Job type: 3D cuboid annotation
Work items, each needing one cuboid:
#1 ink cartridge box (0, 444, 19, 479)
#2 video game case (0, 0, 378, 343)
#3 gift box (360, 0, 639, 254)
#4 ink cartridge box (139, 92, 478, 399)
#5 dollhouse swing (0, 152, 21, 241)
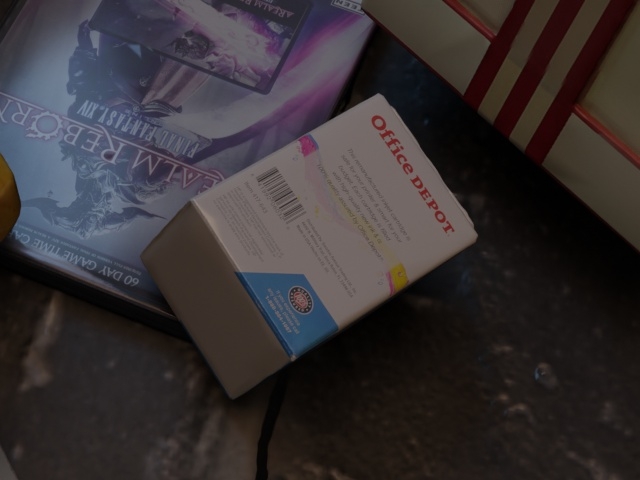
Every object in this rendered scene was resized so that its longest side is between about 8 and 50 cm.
[{"bbox_3d":[-0.286,0.105,0.797,0.239,0.060,0.275,-12,60,-40],"label":"ink cartridge box"},{"bbox_3d":[-0.090,-0.088,0.938,0.196,0.026,0.274,21,61,7],"label":"video game case"},{"bbox_3d":[0.215,-0.156,0.879,0.276,0.258,0.255,-24,63,-39],"label":"gift box"},{"bbox_3d":[0.000,0.000,0.842,0.143,0.090,0.092,-30,85,-30],"label":"ink cartridge box"},{"bbox_3d":[-0.176,-0.196,0.778,0.305,0.347,0.315,-28,51,-21],"label":"dollhouse swing"}]
